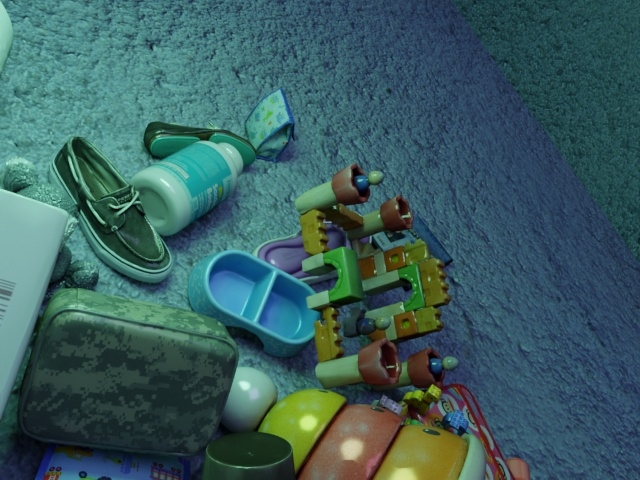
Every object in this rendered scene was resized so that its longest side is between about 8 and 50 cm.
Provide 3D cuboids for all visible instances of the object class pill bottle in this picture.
[{"bbox_3d":[-0.280,-0.128,1.299,0.146,0.146,0.264,44,41,2],"label":"pill bottle"}]

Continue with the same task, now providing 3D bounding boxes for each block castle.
[{"bbox_3d":[0.128,0.091,1.268,0.303,0.212,0.453,24,52,-53],"label":"block castle"}]

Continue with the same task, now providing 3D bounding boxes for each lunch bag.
[{"bbox_3d":[0.295,0.463,1.277,0.258,0.120,0.293,3,53,-42],"label":"lunch bag"},{"bbox_3d":[-0.311,0.393,0.861,0.221,0.138,0.293,24,35,-17],"label":"lunch bag"},{"bbox_3d":[-0.304,0.189,0.950,0.305,0.213,0.256,16,5,-25],"label":"lunch bag"},{"bbox_3d":[-0.124,-0.306,1.570,0.096,0.151,0.129,5,52,-35],"label":"lunch bag"}]

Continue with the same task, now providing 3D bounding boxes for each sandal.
[{"bbox_3d":[0.010,0.012,1.439,0.169,0.102,0.416,51,43,9],"label":"sandal"}]

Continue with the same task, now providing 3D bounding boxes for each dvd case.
[{"bbox_3d":[0.258,0.028,1.684,0.253,0.022,0.180,-24,73,-47],"label":"dvd case"}]

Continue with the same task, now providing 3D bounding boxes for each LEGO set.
[{"bbox_3d":[0.221,0.342,1.163,0.227,0.093,0.087,30,53,9],"label":"LEGO set"}]

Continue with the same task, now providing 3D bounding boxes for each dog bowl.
[{"bbox_3d":[-0.125,0.124,1.227,0.297,0.074,0.166,29,60,-14],"label":"dog bowl"}]

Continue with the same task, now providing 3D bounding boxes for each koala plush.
[{"bbox_3d":[-0.476,-0.012,0.989,0.203,0.221,0.196,-24,73,-46],"label":"koala plush"}]

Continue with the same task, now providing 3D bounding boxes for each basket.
[{"bbox_3d":[-0.110,0.417,0.880,0.204,0.154,0.227,-1,95,-31],"label":"basket"}]

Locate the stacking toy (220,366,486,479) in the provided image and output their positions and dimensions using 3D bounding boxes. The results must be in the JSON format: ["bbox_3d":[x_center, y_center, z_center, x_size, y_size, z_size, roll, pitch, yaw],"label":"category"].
[{"bbox_3d":[0.006,0.374,1.026,0.480,0.351,0.350,32,39,12],"label":"stacking toy"}]

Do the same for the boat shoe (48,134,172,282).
[{"bbox_3d":[-0.409,-0.062,1.162,0.335,0.119,0.121,46,41,4],"label":"boat shoe"}]

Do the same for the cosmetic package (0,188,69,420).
[{"bbox_3d":[-0.515,0.112,0.661,0.327,0.393,0.330,20,66,-24],"label":"cosmetic package"}]

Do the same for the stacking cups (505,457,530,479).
[{"bbox_3d":[0.417,0.623,1.263,0.096,0.096,0.316,31,37,-13],"label":"stacking cups"}]

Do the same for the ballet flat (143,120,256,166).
[{"bbox_3d":[-0.289,-0.245,1.439,0.280,0.095,0.096,5,41,-35],"label":"ballet flat"}]

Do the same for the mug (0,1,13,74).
[{"bbox_3d":[-0.757,-0.282,1.000,0.374,0.276,0.328,0,58,-1],"label":"mug"}]
